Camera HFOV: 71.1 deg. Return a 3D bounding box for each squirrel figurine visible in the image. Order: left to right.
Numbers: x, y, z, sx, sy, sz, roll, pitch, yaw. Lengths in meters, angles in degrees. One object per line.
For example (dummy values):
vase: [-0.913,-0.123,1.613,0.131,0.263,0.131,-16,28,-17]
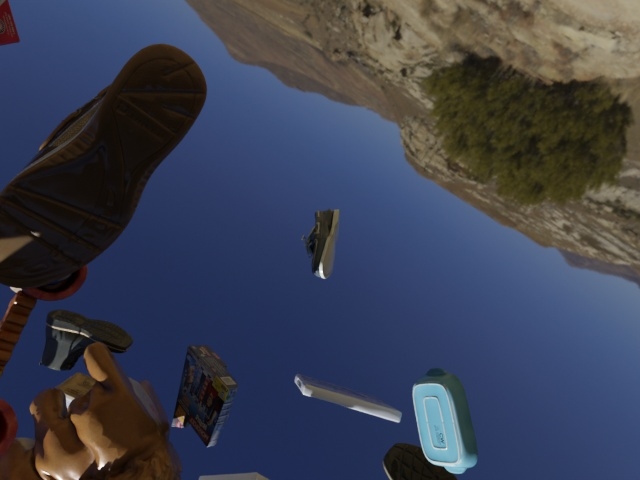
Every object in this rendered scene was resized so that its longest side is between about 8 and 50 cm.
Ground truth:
squirrel figurine: [-0.504,0.489,0.925,0.370,0.281,0.397,-33,-116,-17]

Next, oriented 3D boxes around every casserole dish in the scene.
casserole dish: [0.224,0.337,0.835,0.037,0.114,0.188,2,-107,-38]

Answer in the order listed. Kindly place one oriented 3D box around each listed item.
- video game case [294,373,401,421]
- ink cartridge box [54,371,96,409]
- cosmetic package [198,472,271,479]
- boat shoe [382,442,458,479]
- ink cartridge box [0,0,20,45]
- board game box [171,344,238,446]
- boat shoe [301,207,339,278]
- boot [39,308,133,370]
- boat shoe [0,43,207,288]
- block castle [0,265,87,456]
video game case: [0.049,0.330,0.949,0.201,0.023,0.183,17,168,-5]
ink cartridge box: [-0.623,0.504,1.268,0.234,0.193,0.088,11,-157,20]
cosmetic package: [-0.227,0.804,1.343,0.225,0.224,0.138,53,-148,-36]
boat shoe: [0.274,0.588,0.984,0.122,0.120,0.324,-30,-141,-32]
ink cartridge box: [-0.463,-0.284,0.533,0.063,0.109,0.150,22,-140,18]
board game box: [-0.276,0.381,1.060,0.060,0.194,0.194,13,-169,-46]
boat shoe: [0.000,0.000,1.140,0.079,0.095,0.255,3,-138,8]
boot: [-0.540,0.253,1.031,0.197,0.137,0.077,20,-169,6]
boat shoe: [-0.276,-0.094,0.548,0.123,0.342,0.123,37,-178,-34]
block castle: [-0.537,0.056,0.491,0.453,0.212,0.303,32,-120,-35]
